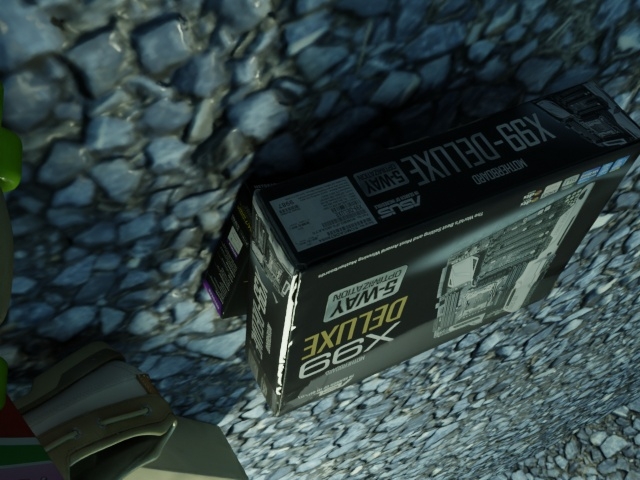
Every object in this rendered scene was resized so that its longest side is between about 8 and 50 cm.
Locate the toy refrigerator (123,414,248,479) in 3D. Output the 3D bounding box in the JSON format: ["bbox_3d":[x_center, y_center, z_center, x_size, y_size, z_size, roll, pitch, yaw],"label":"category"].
[{"bbox_3d":[-0.199,0.248,0.842,0.102,0.094,0.269,-41,150,6],"label":"toy refrigerator"}]

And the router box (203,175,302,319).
[{"bbox_3d":[0.000,0.000,0.672,0.179,0.046,0.133,-9,145,-33],"label":"router box"}]

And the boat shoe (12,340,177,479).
[{"bbox_3d":[-0.229,0.191,0.578,0.302,0.103,0.113,-43,161,-47],"label":"boat shoe"}]

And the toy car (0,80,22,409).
[{"bbox_3d":[-0.250,0.003,0.363,0.188,0.155,0.149,1,165,-14],"label":"toy car"}]

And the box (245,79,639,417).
[{"bbox_3d":[0.089,0.013,0.644,0.307,0.076,0.242,-20,149,-21],"label":"box"}]

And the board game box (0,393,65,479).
[{"bbox_3d":[-0.260,0.120,0.361,0.242,0.316,0.064,8,110,-48],"label":"board game box"}]
